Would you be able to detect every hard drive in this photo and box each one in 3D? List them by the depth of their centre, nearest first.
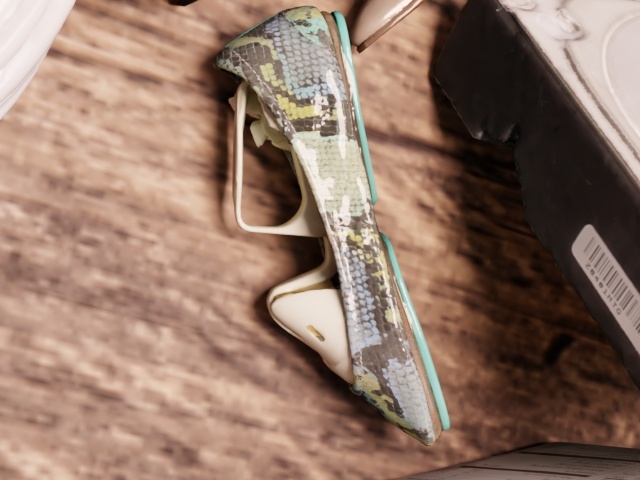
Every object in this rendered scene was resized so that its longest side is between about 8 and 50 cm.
[{"bbox_3d":[0.243,-0.014,0.627,0.339,0.064,0.237,4,41,-29],"label":"hard drive"}]

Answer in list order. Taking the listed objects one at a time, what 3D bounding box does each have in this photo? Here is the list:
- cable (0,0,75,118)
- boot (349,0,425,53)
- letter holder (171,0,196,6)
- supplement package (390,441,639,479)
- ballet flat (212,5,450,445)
[{"bbox_3d":[-0.182,-0.133,0.416,0.257,0.089,0.257,33,71,-23],"label":"cable"},{"bbox_3d":[0.031,-0.149,0.614,0.118,0.042,0.087,-45,101,-26],"label":"boot"},{"bbox_3d":[0.049,-0.249,0.518,0.302,0.152,0.214,-23,95,-10],"label":"letter holder"},{"bbox_3d":[0.115,0.222,0.533,0.145,0.204,0.262,-6,89,-32],"label":"supplement package"},{"bbox_3d":[0.000,0.000,0.576,0.070,0.070,0.188,-17,92,-30],"label":"ballet flat"}]
